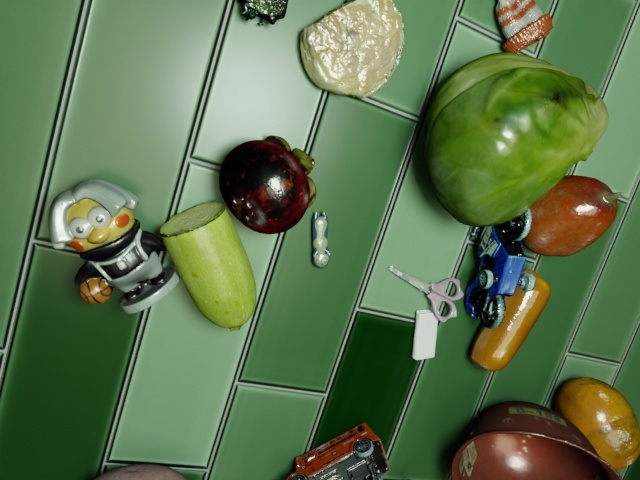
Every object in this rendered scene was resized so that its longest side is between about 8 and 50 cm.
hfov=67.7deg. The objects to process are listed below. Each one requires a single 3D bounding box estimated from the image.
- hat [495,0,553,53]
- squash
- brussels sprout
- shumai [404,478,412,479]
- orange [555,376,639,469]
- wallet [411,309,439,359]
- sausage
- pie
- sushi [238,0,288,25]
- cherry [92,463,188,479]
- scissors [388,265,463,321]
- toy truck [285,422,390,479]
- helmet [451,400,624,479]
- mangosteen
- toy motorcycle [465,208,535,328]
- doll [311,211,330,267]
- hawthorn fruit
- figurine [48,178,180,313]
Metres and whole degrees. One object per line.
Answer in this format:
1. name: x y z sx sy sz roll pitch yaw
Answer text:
1. hat: 0.411 -0.485 1.006 0.112 0.094 0.162 -36 94 -17
2. squash: -0.198 0.061 0.917 0.133 0.132 0.246 -23 113 -11
3. brussels sprout: 0.374 -0.211 0.951 0.371 0.276 0.314 -34 115 -8
4. shumai: 0.122 0.697 1.171 0.262 0.315 0.266 -33 118 -56
5. orange: 0.736 0.481 1.269 0.172 0.240 0.239 -19 110 5
6. wallet: 0.255 0.228 1.160 0.061 0.025 0.122 -1 104 -16
7. sausage: 0.470 0.201 1.183 0.105 0.105 0.274 29 93 -22
8. pie: 0.071 -0.373 0.931 0.218 0.052 0.184 -33 110 -10
9. sushi: -0.103 -0.435 0.860 0.083 0.056 0.084 2 102 -26
10. cherry: -0.370 0.558 0.961 0.240 0.206 0.238 -5 97 -51
11. scissors: 0.248 0.109 1.123 0.212 0.021 0.110 29 77 -19
12. toy truck: 0.028 0.540 1.121 0.253 0.114 0.107 -23 110 -13
13. helmet: 0.533 0.540 1.198 0.386 0.230 0.337 6 114 17
14. mangosteen: -0.089 -0.110 0.897 0.200 0.200 0.199 -4 105 -17
15. toy motorcycle: 0.403 0.051 1.098 0.113 0.168 0.314 5 112 -9
16. doll: 0.000 0.000 1.018 0.037 0.027 0.125 -4 105 -9
17. hawthorn fruit: 0.561 -0.067 1.068 0.200 0.251 0.199 5 72 -16
18. figurine: -0.376 0.010 0.846 0.176 0.133 0.236 -31 114 -11
